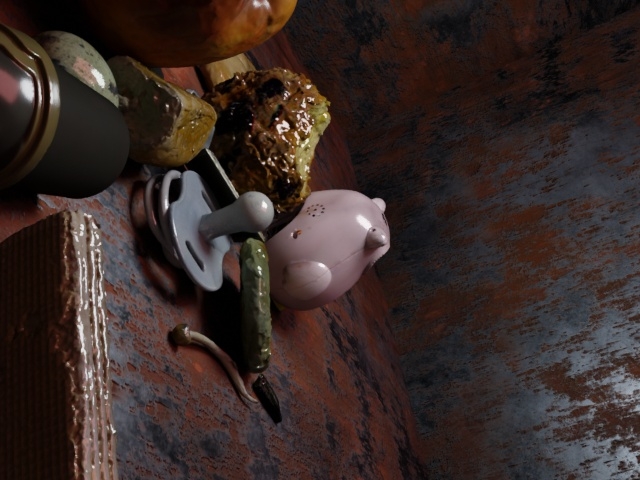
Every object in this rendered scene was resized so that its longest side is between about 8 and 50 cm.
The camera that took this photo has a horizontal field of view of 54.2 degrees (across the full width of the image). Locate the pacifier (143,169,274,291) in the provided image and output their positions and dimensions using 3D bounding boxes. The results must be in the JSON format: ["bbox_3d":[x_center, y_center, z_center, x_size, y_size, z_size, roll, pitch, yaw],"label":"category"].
[{"bbox_3d":[-0.212,-0.047,1.301,0.299,0.233,0.244,-92,164,-54],"label":"pacifier"}]

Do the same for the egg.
[{"bbox_3d":[-0.421,-0.264,1.054,0.181,0.141,0.141,49,22,-29],"label":"egg"}]

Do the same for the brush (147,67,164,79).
[{"bbox_3d":[-0.398,-0.359,1.438,0.123,0.059,0.197,-27,97,-77],"label":"brush"}]

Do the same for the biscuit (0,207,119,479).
[{"bbox_3d":[-0.329,0.162,0.779,0.078,0.144,0.425,40,31,-59],"label":"biscuit"}]

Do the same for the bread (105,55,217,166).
[{"bbox_3d":[-0.339,-0.239,1.228,0.196,0.176,0.246,31,6,7],"label":"bread"}]

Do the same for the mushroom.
[{"bbox_3d":[-0.210,0.249,1.289,0.306,0.043,0.068,55,37,-46],"label":"mushroom"}]

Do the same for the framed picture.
[{"bbox_3d":[-0.231,-0.101,1.478,0.252,0.014,0.197,59,-25,-16],"label":"framed picture"}]

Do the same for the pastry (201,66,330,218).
[{"bbox_3d":[-0.166,-0.276,1.662,0.292,0.338,0.404,79,24,-74],"label":"pastry"}]

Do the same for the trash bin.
[{"bbox_3d":[-0.411,-0.159,0.825,0.334,0.214,0.214,32,38,-78],"label":"trash bin"}]

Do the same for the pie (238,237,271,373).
[{"bbox_3d":[-0.152,0.141,1.415,0.306,0.071,0.306,180,-90,-80],"label":"pie"}]

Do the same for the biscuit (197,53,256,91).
[{"bbox_3d":[-0.266,-0.516,2.046,0.446,0.104,0.429,55,20,-44],"label":"biscuit"}]

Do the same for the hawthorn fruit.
[{"bbox_3d":[-0.266,-0.555,1.221,0.471,0.472,0.471,59,17,-31],"label":"hawthorn fruit"}]

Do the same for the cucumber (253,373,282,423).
[{"bbox_3d":[-0.117,0.366,1.451,0.033,0.034,0.134,-92,157,-64],"label":"cucumber"}]

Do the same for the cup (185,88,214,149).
[{"bbox_3d":[-0.301,-0.270,1.414,0.129,0.095,0.128,30,76,-81],"label":"cup"}]

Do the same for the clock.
[{"bbox_3d":[0.000,0.000,1.731,0.250,0.377,0.368,58,17,-21],"label":"clock"}]
